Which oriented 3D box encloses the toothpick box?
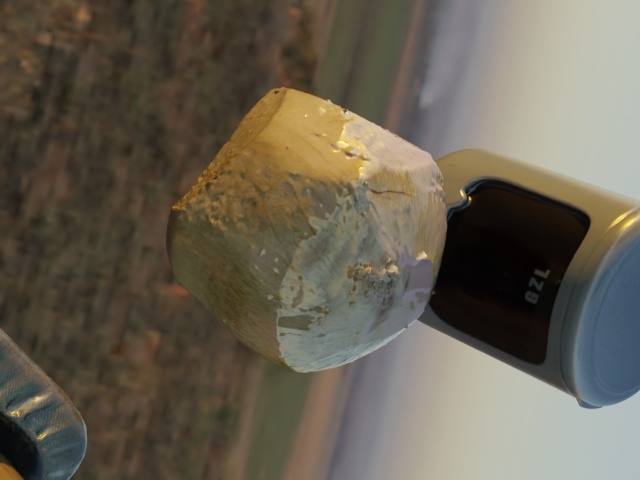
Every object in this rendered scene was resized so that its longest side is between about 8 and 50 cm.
[{"bbox_3d":[0.241,0.028,2.090,0.263,0.355,0.263,-25,127,-40],"label":"toothpick box"}]

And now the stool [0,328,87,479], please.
[{"bbox_3d":[-0.332,0.199,1.254,0.310,0.310,0.226,-39,-144,3],"label":"stool"}]

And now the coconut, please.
[{"bbox_3d":[0.000,0.000,1.908,0.297,0.255,0.297,-44,151,-32],"label":"coconut"}]
